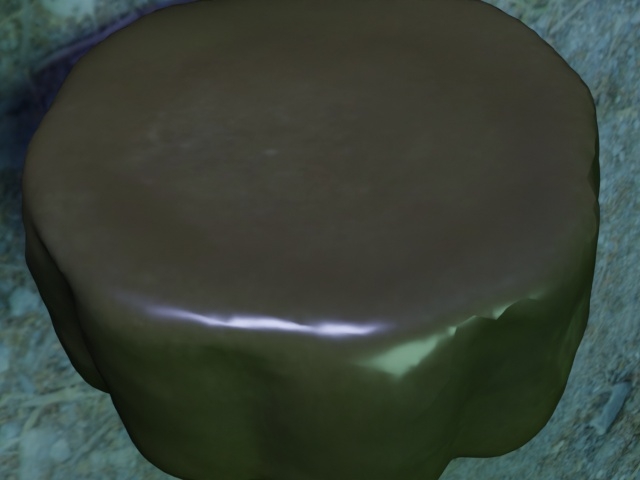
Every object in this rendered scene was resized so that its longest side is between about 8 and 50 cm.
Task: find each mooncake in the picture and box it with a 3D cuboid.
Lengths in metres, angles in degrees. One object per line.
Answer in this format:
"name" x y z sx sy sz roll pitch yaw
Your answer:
"mooncake" 0.000 0.000 0.808 0.378 0.378 0.201 -26 139 -22
